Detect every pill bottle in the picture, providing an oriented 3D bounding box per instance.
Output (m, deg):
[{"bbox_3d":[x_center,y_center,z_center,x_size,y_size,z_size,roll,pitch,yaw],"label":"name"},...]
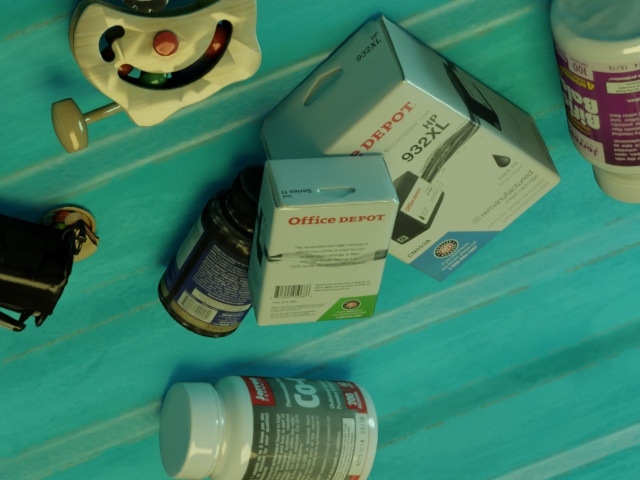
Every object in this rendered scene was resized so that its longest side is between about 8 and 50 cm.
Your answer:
[{"bbox_3d":[0.385,-0.189,2.081,0.169,0.169,0.301,-20,136,0],"label":"pill bottle"},{"bbox_3d":[-0.076,0.276,2.395,0.283,0.161,0.161,5,132,-24],"label":"pill bottle"},{"bbox_3d":[-0.111,0.012,2.143,0.123,0.122,0.219,13,129,-30],"label":"pill bottle"}]

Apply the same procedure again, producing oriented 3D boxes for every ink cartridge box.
[{"bbox_3d":[0.000,0.000,2.011,0.153,0.087,0.208,-3,137,-14],"label":"ink cartridge box"},{"bbox_3d":[0.113,-0.108,2.095,0.307,0.129,0.223,28,121,-39],"label":"ink cartridge box"}]

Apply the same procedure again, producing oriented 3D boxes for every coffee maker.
[{"bbox_3d":[-0.398,0.011,2.035,0.178,0.120,0.171,16,120,-21],"label":"coffee maker"}]

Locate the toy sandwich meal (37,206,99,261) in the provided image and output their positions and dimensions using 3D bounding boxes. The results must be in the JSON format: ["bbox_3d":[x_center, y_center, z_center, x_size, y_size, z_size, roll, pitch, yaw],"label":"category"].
[{"bbox_3d":[-0.321,-0.007,2.116,0.086,0.029,0.085,-10,136,-10],"label":"toy sandwich meal"}]

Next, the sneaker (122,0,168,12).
[{"bbox_3d":[-0.235,-0.329,1.800,0.191,0.083,0.071,38,139,-19],"label":"sneaker"}]

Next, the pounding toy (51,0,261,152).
[{"bbox_3d":[-0.204,-0.225,1.910,0.270,0.155,0.154,-27,109,-5],"label":"pounding toy"}]
